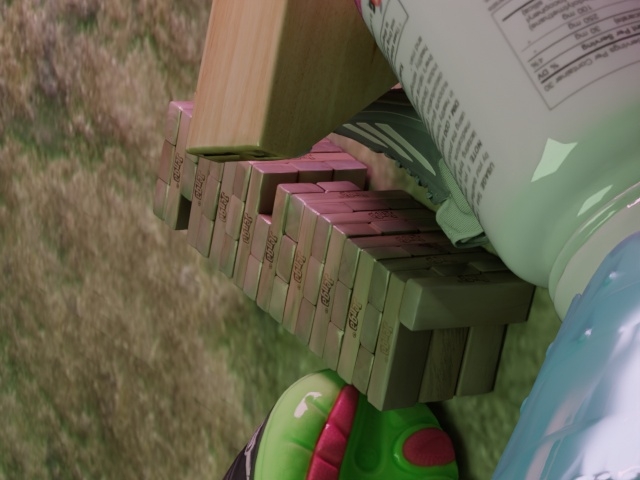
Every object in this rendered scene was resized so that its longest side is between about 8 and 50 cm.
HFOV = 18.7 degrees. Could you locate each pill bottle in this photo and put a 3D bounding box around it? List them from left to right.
[{"bbox_3d":[0.138,-0.075,1.032,0.160,0.160,0.283,-57,48,41],"label":"pill bottle"}]

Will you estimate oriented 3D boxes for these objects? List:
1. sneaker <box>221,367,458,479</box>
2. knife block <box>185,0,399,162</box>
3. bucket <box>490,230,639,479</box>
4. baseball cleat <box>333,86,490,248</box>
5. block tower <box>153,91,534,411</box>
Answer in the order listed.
[{"bbox_3d":[-0.030,0.325,1.264,0.202,0.185,0.483,-30,39,68],"label":"sneaker"},{"bbox_3d":[-0.006,-0.210,1.174,0.088,0.275,0.242,0,123,56],"label":"knife block"},{"bbox_3d":[0.195,0.143,0.844,0.281,0.183,0.281,16,130,20],"label":"bucket"},{"bbox_3d":[0.067,-0.050,1.222,0.206,0.072,0.110,6,101,58],"label":"baseball cleat"},{"bbox_3d":[0.000,0.000,1.309,0.335,0.091,0.097,36,123,49],"label":"block tower"}]
